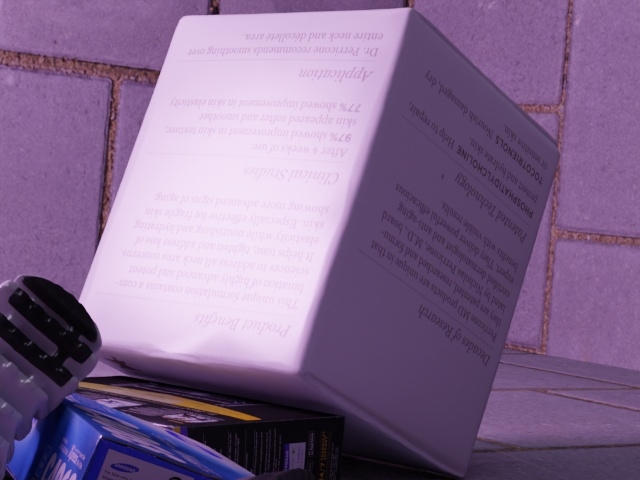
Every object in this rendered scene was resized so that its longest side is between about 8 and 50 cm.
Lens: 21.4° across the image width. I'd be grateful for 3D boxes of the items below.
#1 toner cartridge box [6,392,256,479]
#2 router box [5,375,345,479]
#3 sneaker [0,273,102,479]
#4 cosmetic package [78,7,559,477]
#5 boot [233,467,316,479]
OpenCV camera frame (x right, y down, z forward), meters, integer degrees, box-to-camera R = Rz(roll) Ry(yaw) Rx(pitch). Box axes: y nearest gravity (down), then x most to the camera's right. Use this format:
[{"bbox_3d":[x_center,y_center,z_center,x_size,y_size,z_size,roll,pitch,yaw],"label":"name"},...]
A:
[{"bbox_3d":[-0.128,0.179,1.240,0.165,0.075,0.348,24,-6,-16],"label":"toner cartridge box"},{"bbox_3d":[-0.171,0.188,1.622,0.309,0.081,0.243,6,1,39],"label":"router box"},{"bbox_3d":[-0.267,0.140,1.176,0.118,0.110,0.292,-43,0,40],"label":"sneaker"},{"bbox_3d":[0.000,0.000,1.816,0.329,0.393,0.327,6,-20,39],"label":"cosmetic package"},{"bbox_3d":[-0.106,0.192,0.887,0.223,0.118,0.338,-3,-16,1],"label":"boot"}]
